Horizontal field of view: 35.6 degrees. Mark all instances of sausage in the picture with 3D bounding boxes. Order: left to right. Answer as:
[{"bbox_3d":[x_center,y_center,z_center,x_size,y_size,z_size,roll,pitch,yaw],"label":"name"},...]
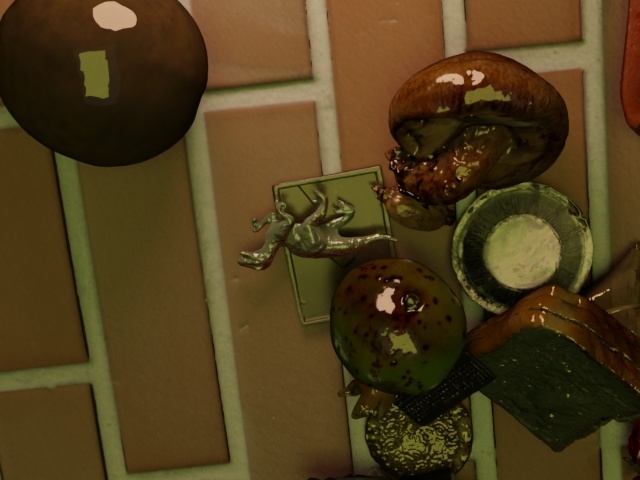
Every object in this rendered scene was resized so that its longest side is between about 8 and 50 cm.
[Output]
[{"bbox_3d":[0.533,-0.325,1.580,0.102,0.102,0.330,1,102,0],"label":"sausage"}]

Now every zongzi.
[{"bbox_3d":[0.460,0.098,1.689,0.195,0.099,0.197,-1,81,10],"label":"zongzi"}]

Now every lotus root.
[{"bbox_3d":[0.152,-0.056,1.657,0.152,0.063,0.072,24,75,-10],"label":"lotus root"}]

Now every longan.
[{"bbox_3d":[-0.332,-0.261,1.508,0.319,0.319,0.318,0,103,0],"label":"longan"}]

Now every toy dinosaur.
[{"bbox_3d":[0.000,0.000,1.656,0.242,0.053,0.167,18,102,-5],"label":"toy dinosaur"}]

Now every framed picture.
[{"bbox_3d":[0.033,0.012,1.696,0.189,0.023,0.259,-11,103,2],"label":"framed picture"}]

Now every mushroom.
[{"bbox_3d":[0.230,-0.175,1.563,0.283,0.195,0.263,-36,137,11],"label":"mushroom"}]

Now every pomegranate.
[{"bbox_3d":[0.098,0.158,1.635,0.231,0.231,0.286,40,131,-8],"label":"pomegranate"}]

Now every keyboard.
[{"bbox_3d":[0.207,0.256,1.687,0.074,0.015,0.196,44,130,-4],"label":"keyboard"}]

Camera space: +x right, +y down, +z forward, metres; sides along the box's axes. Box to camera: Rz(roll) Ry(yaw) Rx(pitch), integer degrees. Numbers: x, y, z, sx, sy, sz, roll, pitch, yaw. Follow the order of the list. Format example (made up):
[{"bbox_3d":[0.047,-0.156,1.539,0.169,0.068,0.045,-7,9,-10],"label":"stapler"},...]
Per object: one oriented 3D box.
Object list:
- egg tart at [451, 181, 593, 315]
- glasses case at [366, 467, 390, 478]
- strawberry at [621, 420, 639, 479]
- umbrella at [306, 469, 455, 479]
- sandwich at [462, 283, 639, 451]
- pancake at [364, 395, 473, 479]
[{"bbox_3d":[0.331,0.018,1.643,0.234,0.094,0.234,1,94,11],"label":"egg tart"},{"bbox_3d":[0.117,0.443,1.795,0.032,0.021,0.083,-43,101,6],"label":"glasses case"},{"bbox_3d":[0.618,0.322,1.733,0.175,0.098,0.228,3,91,16],"label":"strawberry"},{"bbox_3d":[0.142,0.458,1.732,0.358,0.113,0.106,12,122,-10],"label":"umbrella"},{"bbox_3d":[0.385,0.211,1.616,0.271,0.301,0.099,34,58,-7],"label":"sandwich"},{"bbox_3d":[0.177,0.345,1.773,0.199,0.021,0.199,0,103,0],"label":"pancake"}]
